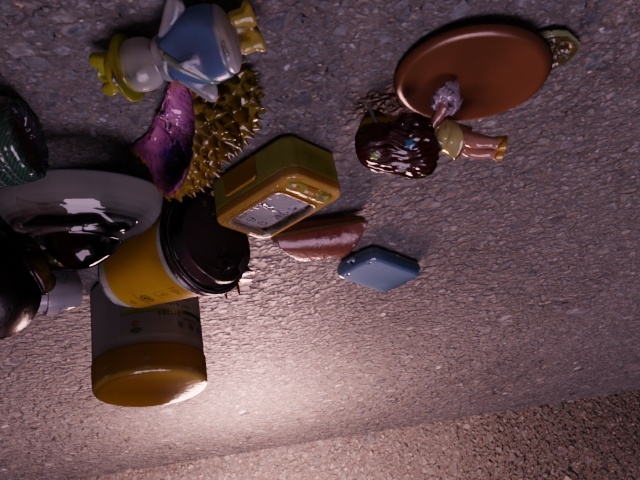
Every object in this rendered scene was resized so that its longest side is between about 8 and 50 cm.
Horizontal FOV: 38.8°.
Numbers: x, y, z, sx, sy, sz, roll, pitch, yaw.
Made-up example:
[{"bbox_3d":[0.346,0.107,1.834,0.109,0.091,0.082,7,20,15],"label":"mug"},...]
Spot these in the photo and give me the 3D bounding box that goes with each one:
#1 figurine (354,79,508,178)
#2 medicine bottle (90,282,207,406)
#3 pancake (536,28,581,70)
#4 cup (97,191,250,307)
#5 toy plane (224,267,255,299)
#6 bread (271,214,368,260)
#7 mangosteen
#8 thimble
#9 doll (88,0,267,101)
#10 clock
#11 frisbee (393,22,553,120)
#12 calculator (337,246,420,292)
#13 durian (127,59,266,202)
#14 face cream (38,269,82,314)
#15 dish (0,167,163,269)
[{"bbox_3d":[0.174,-0.163,1.451,0.239,0.116,0.175,-4,156,2],"label":"figurine"},{"bbox_3d":[-0.366,0.209,1.926,0.237,0.232,0.238,-7,154,-3],"label":"medicine bottle"},{"bbox_3d":[0.350,-0.293,1.407,0.108,0.017,0.108,-8,154,-4],"label":"pancake"},{"bbox_3d":[-0.275,0.030,1.672,0.279,0.197,0.196,-19,153,38],"label":"cup"},{"bbox_3d":[-0.211,0.061,1.878,0.130,0.061,0.189,-14,149,12],"label":"toy plane"},{"bbox_3d":[0.000,0.001,1.815,0.192,0.067,0.119,-9,153,-2],"label":"bread"},{"bbox_3d":[-0.568,0.060,1.629,0.250,0.211,0.211,-29,168,-36],"label":"mangosteen"},{"bbox_3d":[-0.462,-0.141,1.326,0.090,0.119,0.135,-13,155,3],"label":"thimble"},{"bbox_3d":[-0.196,-0.251,1.221,0.240,0.099,0.135,-13,152,12],"label":"doll"},{"bbox_3d":[-0.078,-0.088,1.588,0.202,0.096,0.143,-28,151,34],"label":"clock"},{"bbox_3d":[0.239,-0.257,1.422,0.250,0.021,0.251,-3,156,-1],"label":"frisbee"},{"bbox_3d":[0.131,0.065,2.020,0.121,0.039,0.210,-31,146,34],"label":"calculator"},{"bbox_3d":[-0.168,-0.169,1.391,0.186,0.154,0.260,-26,168,-23],"label":"durian"},{"bbox_3d":[-0.531,0.103,1.818,0.095,0.091,0.091,-3,154,-29],"label":"face cream"},{"bbox_3d":[-0.397,-0.020,1.497,0.273,0.134,0.273,-2,167,0],"label":"dish"}]
